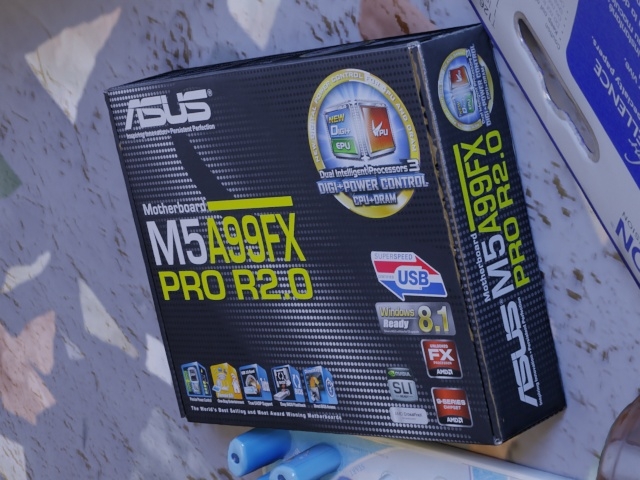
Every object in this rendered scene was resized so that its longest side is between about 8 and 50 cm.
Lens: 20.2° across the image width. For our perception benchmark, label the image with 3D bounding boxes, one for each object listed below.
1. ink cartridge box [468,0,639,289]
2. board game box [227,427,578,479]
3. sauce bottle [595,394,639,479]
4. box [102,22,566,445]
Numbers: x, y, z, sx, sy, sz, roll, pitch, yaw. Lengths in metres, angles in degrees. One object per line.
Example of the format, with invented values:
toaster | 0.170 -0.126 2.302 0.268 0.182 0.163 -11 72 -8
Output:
ink cartridge box | 0.134 -0.130 0.749 0.307 0.072 0.304 83 161 -67
board game box | 0.107 0.315 1.050 0.390 0.050 0.390 10 113 44
sauce bottle | 0.269 0.131 0.733 0.344 0.111 0.111 10 113 51
box | 0.000 0.000 1.025 0.270 0.060 0.216 -1 105 47
